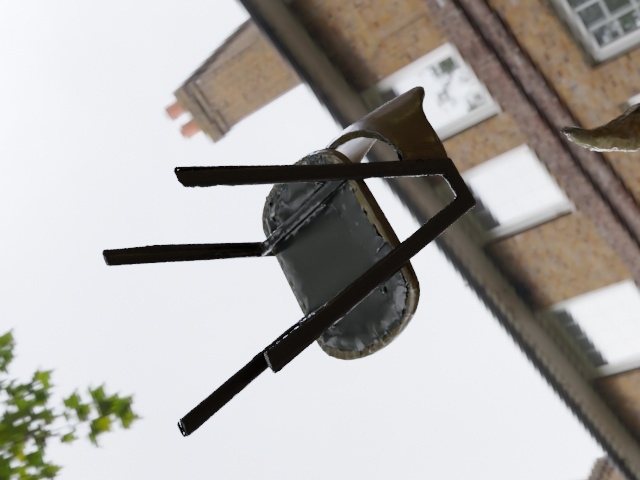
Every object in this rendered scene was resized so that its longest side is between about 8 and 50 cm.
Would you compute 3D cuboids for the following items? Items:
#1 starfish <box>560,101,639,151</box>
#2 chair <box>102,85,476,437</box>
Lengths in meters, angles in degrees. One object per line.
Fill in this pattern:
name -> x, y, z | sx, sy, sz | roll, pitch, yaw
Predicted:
starfish -> 0.215, -0.104, 0.432 | 0.062, 0.277, 0.236 | 46, -155, -29
chair -> 0.000, 0.000, 0.861 | 0.246, 0.159, 0.172 | -18, -102, -33
